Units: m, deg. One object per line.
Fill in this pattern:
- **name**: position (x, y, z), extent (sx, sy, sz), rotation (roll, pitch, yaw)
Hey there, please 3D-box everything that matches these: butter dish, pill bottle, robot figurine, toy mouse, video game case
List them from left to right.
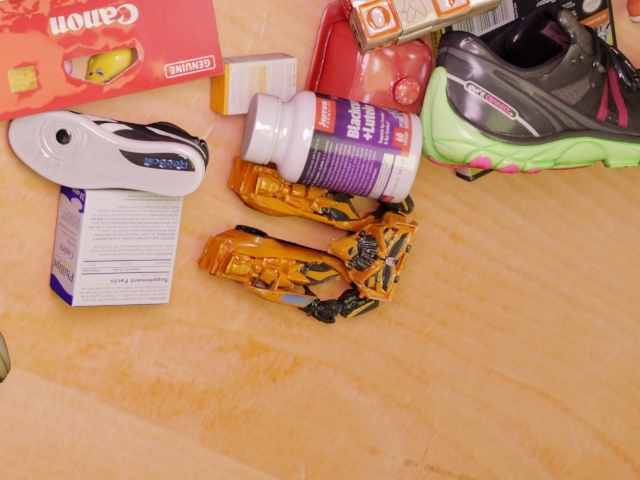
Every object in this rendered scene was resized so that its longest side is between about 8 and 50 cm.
- **toy mouse**: position (-0.264, -0.220, 1.774), extent (0.161, 0.031, 0.143), rotation (-47, 126, -10)
- **robot figurine**: position (0.000, 0.000, 2.000), extent (0.291, 0.085, 0.211), rotation (13, 101, -36)
- **pill bottle**: position (0.011, -0.112, 1.879), extent (0.193, 0.108, 0.108), rotation (11, 102, -12)
- **butter dish**: position (0.075, -0.191, 1.958), extent (0.160, 0.118, 0.160), rotation (6, 104, -34)
- **video game case**: position (0.270, -0.240, 2.123), extent (0.275, 0.035, 0.248), rotation (-27, 120, -24)

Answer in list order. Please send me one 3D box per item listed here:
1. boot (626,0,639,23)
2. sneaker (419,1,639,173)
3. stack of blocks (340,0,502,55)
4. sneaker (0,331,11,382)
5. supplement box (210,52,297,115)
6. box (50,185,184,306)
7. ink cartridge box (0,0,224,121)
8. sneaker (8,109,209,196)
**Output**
- **boot**: position (0.437, -0.369, 2.175), extent (0.084, 0.059, 0.158), rotation (32, 80, -34)
- **sneaker**: position (0.329, -0.195, 2.042), extent (0.483, 0.185, 0.202), rotation (-8, 103, -40)
- **stack of blocks**: position (0.158, -0.345, 1.875), extent (0.297, 0.087, 0.171), rotation (-20, 87, -5)
- **sneaker**: position (-0.391, -0.026, 1.707), extent (0.182, 0.158, 0.410), rotation (-45, 133, -33)
- **supplement box**: position (-0.078, -0.183, 1.909), extent (0.098, 0.036, 0.062), rotation (-8, 111, -31)
- **box**: position (-0.232, 0.000, 1.853), extent (0.126, 0.072, 0.137), rotation (0, 107, -34)
- **ink cartridge box**: position (-0.236, -0.276, 1.720), extent (0.296, 0.066, 0.261), rotation (-16, 102, -28)
- **sneaker**: position (-0.231, -0.101, 1.817), extent (0.217, 0.121, 0.079), rotation (14, 105, -2)
